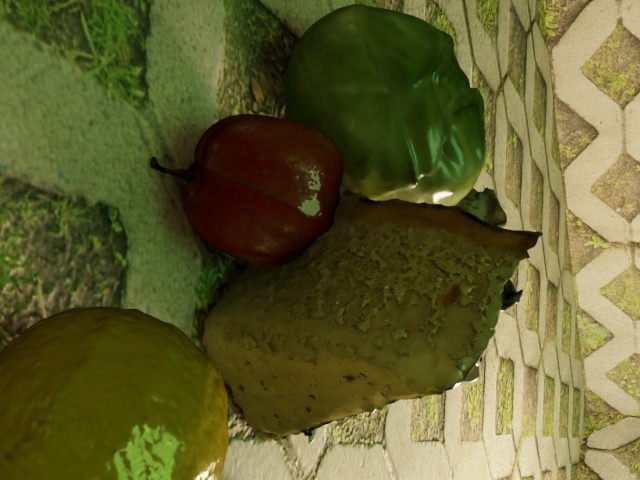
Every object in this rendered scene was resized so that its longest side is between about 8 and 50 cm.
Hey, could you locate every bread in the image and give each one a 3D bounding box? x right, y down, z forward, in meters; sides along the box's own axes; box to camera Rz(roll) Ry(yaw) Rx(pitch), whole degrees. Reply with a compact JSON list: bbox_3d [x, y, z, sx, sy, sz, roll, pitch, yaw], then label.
[{"bbox_3d":[0.062,0.111,0.828,0.248,0.316,0.278,-53,146,-36],"label":"bread"}]

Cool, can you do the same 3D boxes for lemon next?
[{"bbox_3d":[-0.166,0.150,0.528,0.231,0.192,0.192,-65,144,-49],"label":"lemon"}]

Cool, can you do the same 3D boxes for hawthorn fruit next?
[{"bbox_3d":[-0.078,-0.058,0.745,0.157,0.194,0.156,-167,-90,-77],"label":"hawthorn fruit"}]

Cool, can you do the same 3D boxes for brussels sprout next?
[{"bbox_3d":[0.091,-0.153,0.944,0.328,0.247,0.327,16,71,-55],"label":"brussels sprout"}]

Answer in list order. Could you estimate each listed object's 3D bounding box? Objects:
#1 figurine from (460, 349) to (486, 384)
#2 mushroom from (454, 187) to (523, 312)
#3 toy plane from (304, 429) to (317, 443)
[{"bbox_3d":[0.235,0.163,1.349,0.236,0.133,0.176,61,42,-38],"label":"figurine"},{"bbox_3d":[0.210,-0.028,1.216,0.248,0.130,0.344,-13,76,-39],"label":"mushroom"},{"bbox_3d":[-0.006,0.243,1.007,0.078,0.024,0.084,56,50,-47],"label":"toy plane"}]
